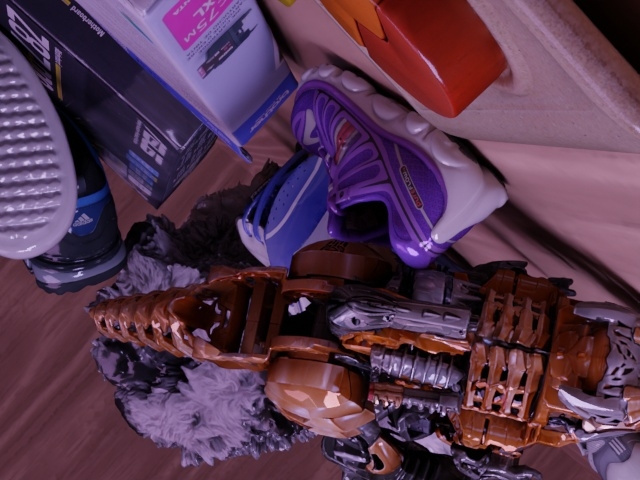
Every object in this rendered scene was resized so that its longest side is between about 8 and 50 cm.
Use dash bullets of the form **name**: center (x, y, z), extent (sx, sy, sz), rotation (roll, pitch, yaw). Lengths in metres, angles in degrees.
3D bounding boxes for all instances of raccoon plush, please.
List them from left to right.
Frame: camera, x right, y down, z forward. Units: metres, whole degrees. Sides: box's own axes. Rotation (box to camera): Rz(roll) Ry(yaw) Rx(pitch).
- **raccoon plush**: center (0.001, 0.090, 1.435), extent (0.446, 0.216, 0.299), rotation (27, -147, 22)

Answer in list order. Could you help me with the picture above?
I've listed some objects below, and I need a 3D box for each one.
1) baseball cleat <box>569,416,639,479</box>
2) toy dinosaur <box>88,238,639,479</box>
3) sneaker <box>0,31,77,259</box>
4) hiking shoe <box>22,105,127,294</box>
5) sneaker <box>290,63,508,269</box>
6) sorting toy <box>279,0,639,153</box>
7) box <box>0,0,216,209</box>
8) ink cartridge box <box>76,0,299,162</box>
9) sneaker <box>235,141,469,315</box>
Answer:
- **baseball cleat**: center (0.263, 0.184, 1.273), extent (0.109, 0.072, 0.206), rotation (56, 180, 26)
- **toy dinosaur**: center (0.035, 0.050, 0.787), extent (0.322, 0.164, 0.218), rotation (29, 176, 28)
- **sneaker**: center (-0.303, -0.121, 1.217), extent (0.366, 0.135, 0.150), rotation (51, 175, 18)
- **hiking shoe**: center (-0.257, -0.089, 1.331), extent (0.304, 0.113, 0.132), rotation (43, 144, 37)
- **sneaker**: center (0.020, -0.036, 0.741), extent (0.068, 0.071, 0.170), rotation (42, 179, -29)
- **sorting toy**: center (-0.018, -0.099, 0.464), extent (0.229, 0.041, 0.307), rotation (42, 178, -9)
- **box**: center (-0.214, -0.181, 1.244), extent (0.318, 0.097, 0.395), rotation (40, 171, -4)
- **ink cartridge box**: center (-0.107, -0.149, 0.818), extent (0.186, 0.065, 0.311), rotation (43, 176, 11)
- **sneaker**: center (0.000, 0.000, 1.127), extent (0.182, 0.127, 0.315), rotation (38, 179, 23)
